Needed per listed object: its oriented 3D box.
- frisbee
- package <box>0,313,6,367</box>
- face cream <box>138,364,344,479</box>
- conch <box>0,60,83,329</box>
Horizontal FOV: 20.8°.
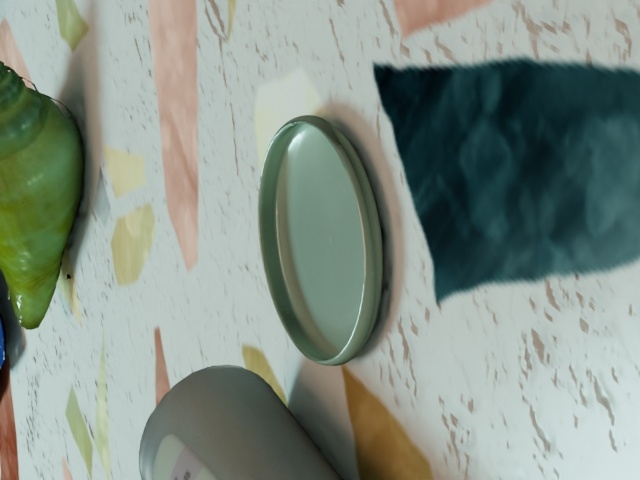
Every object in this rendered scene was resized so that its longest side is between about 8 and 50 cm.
[{"bbox_3d":[0.000,0.000,0.755,0.110,0.014,0.110,25,118,61],"label":"frisbee"},{"bbox_3d":[-0.277,0.043,1.362,0.173,0.027,0.171,124,134,-60],"label":"package"},{"bbox_3d":[0.004,0.157,0.722,0.269,0.073,0.107,-132,33,-50],"label":"face cream"},{"bbox_3d":[-0.190,-0.039,1.103,0.201,0.079,0.095,101,170,-51],"label":"conch"}]
